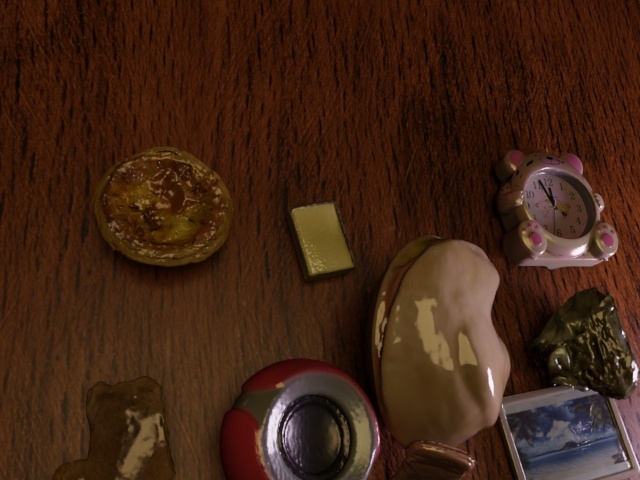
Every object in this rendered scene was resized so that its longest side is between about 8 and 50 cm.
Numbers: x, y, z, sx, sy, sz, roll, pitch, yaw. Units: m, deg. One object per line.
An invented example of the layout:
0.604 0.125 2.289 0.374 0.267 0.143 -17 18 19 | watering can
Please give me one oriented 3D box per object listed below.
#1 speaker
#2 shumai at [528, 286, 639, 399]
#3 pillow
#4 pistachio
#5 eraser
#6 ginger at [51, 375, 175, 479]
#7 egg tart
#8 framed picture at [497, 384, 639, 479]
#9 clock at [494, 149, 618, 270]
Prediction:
-0.035 0.359 1.093 0.295 0.294 0.294 5 67 -13 | speaker
0.594 0.251 1.374 0.218 0.189 0.255 -15 73 3 | shumai
0.204 0.460 1.158 0.135 0.211 0.034 21 36 -4 | pillow
0.242 0.209 1.221 0.365 0.282 0.445 22 74 -39 | pistachio
0.000 0.000 1.363 0.117 0.058 0.172 -12 72 -19 | eraser
-0.369 0.382 1.077 0.222 0.130 0.275 -20 69 -12 | ginger
-0.331 -0.062 1.273 0.291 0.115 0.290 6 66 -14 | egg tart
0.554 0.443 1.345 0.315 0.024 0.231 -7 70 -18 | framed picture
0.584 -0.084 1.520 0.284 0.114 0.309 0 67 -13 | clock
